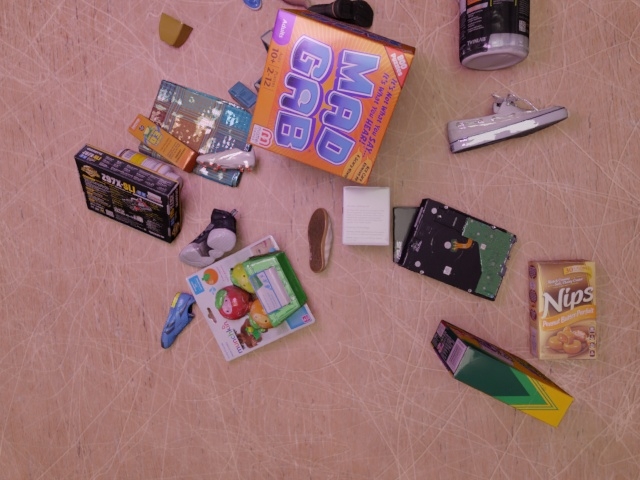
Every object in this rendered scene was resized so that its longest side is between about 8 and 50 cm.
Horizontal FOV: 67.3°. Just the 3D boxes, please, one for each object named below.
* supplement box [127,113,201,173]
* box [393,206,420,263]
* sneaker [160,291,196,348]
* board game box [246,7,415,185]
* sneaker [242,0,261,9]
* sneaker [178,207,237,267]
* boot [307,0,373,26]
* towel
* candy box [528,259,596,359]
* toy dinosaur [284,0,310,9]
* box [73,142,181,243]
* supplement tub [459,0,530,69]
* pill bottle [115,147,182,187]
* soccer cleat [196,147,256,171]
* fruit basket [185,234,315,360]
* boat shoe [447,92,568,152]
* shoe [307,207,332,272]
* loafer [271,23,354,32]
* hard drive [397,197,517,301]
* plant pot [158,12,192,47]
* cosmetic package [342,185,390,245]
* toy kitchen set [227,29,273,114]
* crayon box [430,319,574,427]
[{"bbox_3d":[-0.516,-0.320,1.592,0.233,0.080,0.078,34,93,6],"label":"supplement box"},{"bbox_3d":[0.334,-0.019,1.606,0.184,0.045,0.191,1,93,0],"label":"box"},{"bbox_3d":[-0.487,0.284,1.659,0.082,0.069,0.209,20,94,-2],"label":"sneaker"},{"bbox_3d":[0.042,-0.429,1.395,0.356,0.356,0.356,20,117,2],"label":"board game box"},{"bbox_3d":[-0.250,-0.836,1.579,0.058,0.084,0.152,-29,91,4],"label":"sneaker"},{"bbox_3d":[-0.368,-0.013,1.623,0.268,0.153,0.101,-25,131,35],"label":"sneaker"},{"bbox_3d":[0.068,-0.736,1.552,0.137,0.197,0.077,17,105,38],"label":"boot"},{"bbox_3d":[-0.410,-0.364,1.637,0.370,0.040,0.272,20,93,2],"label":"towel"},{"bbox_3d":[0.788,0.223,1.570,0.182,0.087,0.317,-2,93,4],"label":"candy box"},{"bbox_3d":[-0.127,-0.860,1.560,0.200,0.127,0.296,-22,108,15],"label":"toy dinosaur"},{"bbox_3d":[-0.615,-0.144,1.562,0.321,0.257,0.079,22,50,2],"label":"box"},{"bbox_3d":[0.533,-0.719,1.478,0.207,0.207,0.338,0,93,3],"label":"supplement tub"},{"bbox_3d":[-0.580,-0.219,1.614,0.215,0.117,0.117,23,94,2],"label":"pill bottle"},{"bbox_3d":[-0.309,-0.270,1.586,0.196,0.068,0.076,4,77,3],"label":"soccer cleat"},{"bbox_3d":[-0.240,0.198,1.595,0.353,0.165,0.327,-26,91,8],"label":"fruit basket"},{"bbox_3d":[0.585,-0.401,1.539,0.367,0.136,0.157,-14,89,14],"label":"boat shoe"},{"bbox_3d":[0.000,0.000,1.627,0.076,0.058,0.219,3,89,34],"label":"shoe"},{"bbox_3d":[-0.011,-0.663,1.560,0.319,0.111,0.112,2,93,3],"label":"loafer"},{"bbox_3d":[0.445,0.031,1.557,0.338,0.064,0.237,20,90,-9],"label":"hard drive"},{"bbox_3d":[-0.491,-0.696,1.607,0.081,0.081,0.083,28,106,2],"label":"plant pot"},{"bbox_3d":[0.147,-0.079,1.561,0.151,0.151,0.184,1,92,4],"label":"cosmetic package"},{"bbox_3d":[-0.208,-0.549,1.547,0.207,0.166,0.122,-44,63,-7],"label":"toy kitchen set"},{"bbox_3d":[0.523,0.384,1.456,0.313,0.363,0.106,25,94,2],"label":"crayon box"}]
